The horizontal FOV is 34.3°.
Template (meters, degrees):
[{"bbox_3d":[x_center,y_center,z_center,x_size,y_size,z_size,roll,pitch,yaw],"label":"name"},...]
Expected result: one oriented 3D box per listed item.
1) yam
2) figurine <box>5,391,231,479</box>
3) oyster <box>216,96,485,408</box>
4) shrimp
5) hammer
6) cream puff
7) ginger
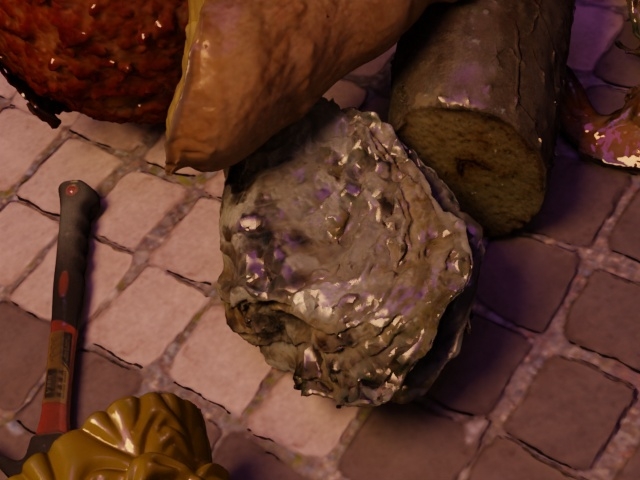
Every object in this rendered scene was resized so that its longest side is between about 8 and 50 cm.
[{"bbox_3d":[0.129,-0.145,0.830,0.154,0.154,0.254,5,58,17],"label":"yam"},{"bbox_3d":[-0.052,0.251,0.572,0.187,0.168,0.315,-27,47,-31],"label":"figurine"},{"bbox_3d":[0.000,0.000,0.751,0.267,0.112,0.198,37,95,38],"label":"oyster"},{"bbox_3d":[0.258,-0.176,0.885,0.169,0.058,0.296,-17,56,4],"label":"shrimp"},{"bbox_3d":[-0.204,0.068,0.832,0.111,0.033,0.288,-8,53,7],"label":"hammer"},{"bbox_3d":[-0.134,-0.258,0.865,0.228,0.350,0.350,13,58,29],"label":"cream puff"},{"bbox_3d":[-0.007,-0.188,0.743,0.190,0.126,0.354,39,77,-2],"label":"ginger"}]
